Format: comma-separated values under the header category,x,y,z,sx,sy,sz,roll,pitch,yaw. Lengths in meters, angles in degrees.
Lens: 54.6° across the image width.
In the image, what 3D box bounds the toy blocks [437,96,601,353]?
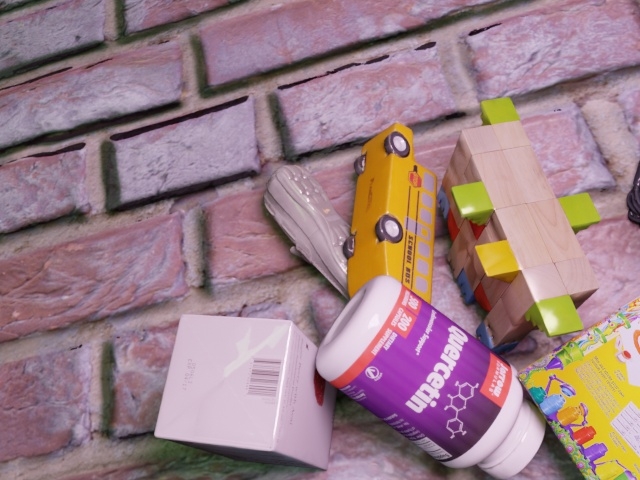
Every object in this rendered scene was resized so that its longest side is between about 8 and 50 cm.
category,x,y,z,sx,sy,sz,roll,pitch,yaw
toy blocks,0.285,0.008,0.989,0.191,0.261,0.381,-11,63,-8

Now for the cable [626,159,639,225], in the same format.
category,x,y,z,sx,sy,sz,roll,pitch,yaw
cable,0.609,-0.076,1.055,0.151,0.047,0.184,18,70,17

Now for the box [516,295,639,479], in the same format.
category,x,y,z,sx,sy,sz,roll,pitch,yaw
box,0.479,0.231,0.822,0.279,0.177,0.289,-40,60,22

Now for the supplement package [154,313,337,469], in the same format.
category,x,y,z,sx,sy,sz,roll,pitch,yaw
supplement package,-0.093,0.243,0.957,0.176,0.293,0.177,1,66,16

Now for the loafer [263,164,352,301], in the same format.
category,x,y,z,sx,sy,sz,roll,pitch,yaw
loafer,0.000,0.000,1.161,0.111,0.112,0.319,-50,63,35

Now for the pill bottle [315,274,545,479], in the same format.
category,x,y,z,sx,sy,sz,roll,pitch,yaw
pill bottle,0.165,0.207,0.919,0.323,0.181,0.181,36,78,-3

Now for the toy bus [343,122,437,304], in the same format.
category,x,y,z,sx,sy,sz,roll,pitch,yaw
toy bus,0.129,-0.040,1.094,0.108,0.130,0.332,-33,40,49
